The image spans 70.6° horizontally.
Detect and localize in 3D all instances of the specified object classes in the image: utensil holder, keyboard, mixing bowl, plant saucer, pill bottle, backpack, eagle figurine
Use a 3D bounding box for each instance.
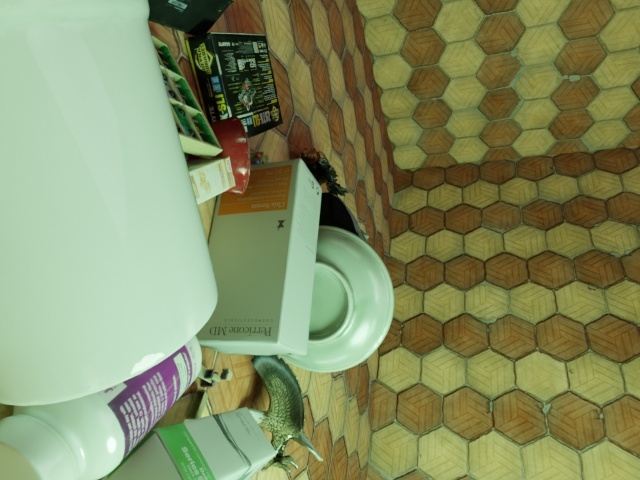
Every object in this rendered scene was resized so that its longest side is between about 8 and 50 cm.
[{"bbox_3d":[-0.311,-0.062,0.520,0.327,0.327,0.385,-56,140,-59],"label":"utensil holder"},{"bbox_3d":[-0.274,-0.522,0.920,0.033,0.201,0.317,52,22,0],"label":"keyboard"},{"bbox_3d":[-0.236,-0.188,1.018,0.098,0.181,0.181,-8,96,-30],"label":"mixing bowl"},{"bbox_3d":[-0.010,0.159,1.197,0.100,0.400,0.400,0,87,-74],"label":"plant saucer"},{"bbox_3d":[-0.322,0.233,0.666,0.301,0.169,0.169,-49,132,-64],"label":"pill bottle"},{"bbox_3d":[0.000,0.000,1.455,0.273,0.290,0.355,60,7,-53],"label":"backpack"},{"bbox_3d":[-0.112,0.444,1.205,0.225,0.226,0.298,28,64,-44],"label":"eagle figurine"}]

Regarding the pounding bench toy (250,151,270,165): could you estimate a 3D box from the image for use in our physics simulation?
[{"bbox_3d":[-0.179,-0.230,1.307,0.065,0.052,0.083,58,35,-53],"label":"pounding bench toy"}]

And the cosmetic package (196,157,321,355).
[{"bbox_3d":[-0.143,0.040,1.110,0.161,0.230,0.453,48,42,-60],"label":"cosmetic package"}]

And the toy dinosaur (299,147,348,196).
[{"bbox_3d":[-0.020,-0.255,1.687,0.322,0.164,0.218,6,66,-52],"label":"toy dinosaur"}]

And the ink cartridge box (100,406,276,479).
[{"bbox_3d":[-0.237,0.420,0.793,0.121,0.211,0.289,47,6,23],"label":"ink cartridge box"}]

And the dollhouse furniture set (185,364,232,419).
[{"bbox_3d":[-0.261,0.321,0.975,0.081,0.091,0.114,48,44,-37],"label":"dollhouse furniture set"}]

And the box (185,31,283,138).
[{"bbox_3d":[-0.212,-0.411,1.207,0.322,0.079,0.257,-53,138,-61],"label":"box"}]

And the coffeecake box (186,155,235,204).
[{"bbox_3d":[-0.277,-0.111,0.883,0.185,0.142,0.068,-49,134,-63],"label":"coffeecake box"}]

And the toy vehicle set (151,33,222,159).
[{"bbox_3d":[-0.296,-0.284,0.841,0.267,0.035,0.166,62,18,9],"label":"toy vehicle set"}]
